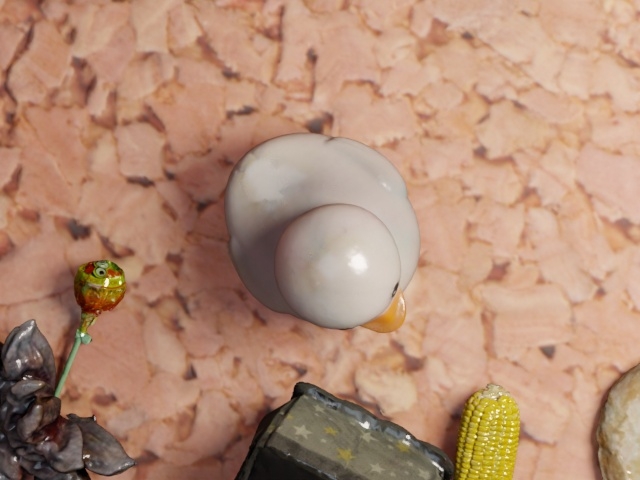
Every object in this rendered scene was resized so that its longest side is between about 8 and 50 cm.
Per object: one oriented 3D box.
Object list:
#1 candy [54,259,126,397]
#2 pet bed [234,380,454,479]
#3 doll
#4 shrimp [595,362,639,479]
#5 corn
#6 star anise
[{"bbox_3d":[-0.281,0.113,1.799,0.060,0.060,0.201,26,107,9],"label":"candy"},{"bbox_3d":[0.023,0.267,1.696,0.211,0.159,0.183,26,125,10],"label":"pet bed"},{"bbox_3d":[0.000,0.000,1.649,0.221,0.221,0.251,-42,85,11],"label":"doll"},{"bbox_3d":[0.393,0.280,1.660,0.168,0.077,0.317,-13,86,22],"label":"shrimp"},{"bbox_3d":[0.179,0.258,1.699,0.067,0.067,0.206,7,96,11],"label":"corn"},{"bbox_3d":[-0.340,0.212,1.773,0.212,0.129,0.282,-28,87,38],"label":"star anise"}]
